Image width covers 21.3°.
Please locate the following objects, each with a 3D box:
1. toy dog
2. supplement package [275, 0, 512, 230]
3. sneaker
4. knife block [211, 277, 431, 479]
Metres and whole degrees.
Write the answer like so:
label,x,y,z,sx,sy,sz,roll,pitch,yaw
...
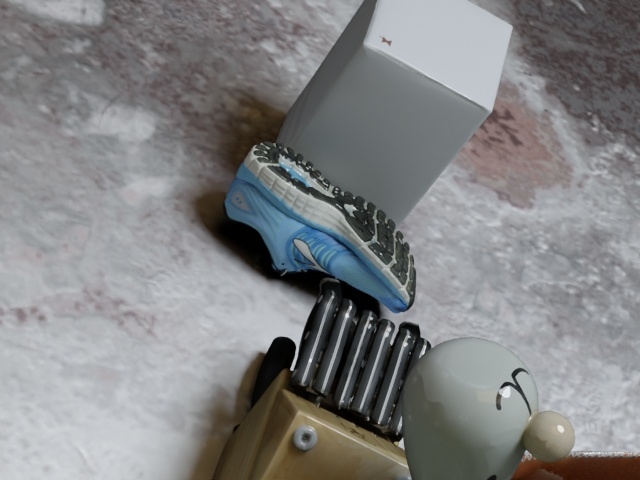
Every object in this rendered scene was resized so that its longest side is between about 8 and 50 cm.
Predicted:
label,x,y,z,sx,sy,sz,roll,pitch,yaw
toy dog,0.127,0.218,0.955,0.161,0.333,0.220,13,62,27
supplement package,0.046,-0.094,1.247,0.105,0.179,0.105,28,45,-9
sneaker,0.000,0.000,1.224,0.162,0.073,0.063,38,27,-9
knife block,-0.022,0.164,1.077,0.088,0.242,0.275,28,89,-8
